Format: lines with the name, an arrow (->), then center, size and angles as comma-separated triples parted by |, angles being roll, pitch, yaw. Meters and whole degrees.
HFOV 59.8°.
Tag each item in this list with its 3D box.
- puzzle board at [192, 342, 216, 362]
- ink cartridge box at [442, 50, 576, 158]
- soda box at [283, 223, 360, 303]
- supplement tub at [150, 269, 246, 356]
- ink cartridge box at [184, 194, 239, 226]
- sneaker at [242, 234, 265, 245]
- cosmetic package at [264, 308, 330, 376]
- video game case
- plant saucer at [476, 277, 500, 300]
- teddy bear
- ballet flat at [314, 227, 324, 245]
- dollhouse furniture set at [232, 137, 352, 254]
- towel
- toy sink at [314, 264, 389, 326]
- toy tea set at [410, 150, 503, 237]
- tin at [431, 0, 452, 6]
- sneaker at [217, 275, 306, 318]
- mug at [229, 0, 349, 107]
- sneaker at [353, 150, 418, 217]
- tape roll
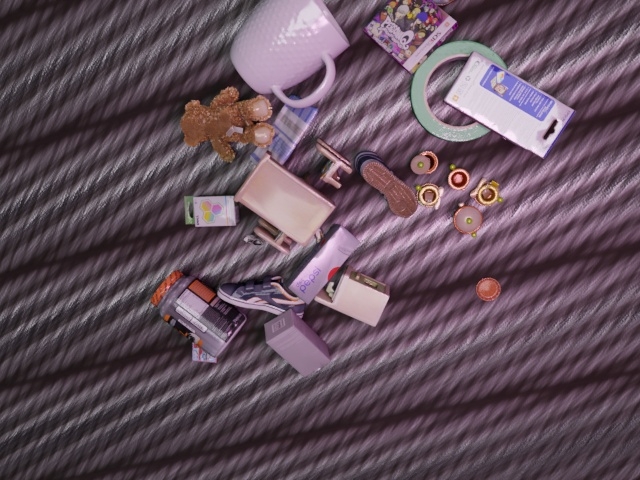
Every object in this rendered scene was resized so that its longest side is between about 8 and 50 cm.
puzzle board -> -0.447, 0.407, 2.139 | 0.096, 0.011, 0.128 | 4, 101, 7
ink cartridge box -> 0.592, -0.427, 1.763 | 0.371, 0.069, 0.175 | 31, 101, 3
soda box -> 0.005, 0.079, 1.938 | 0.098, 0.091, 0.286 | 42, 84, -14
supplement tub -> -0.444, 0.261, 2.022 | 0.316, 0.193, 0.193 | 38, 102, 1
ink cartridge box -> -0.403, -0.109, 2.020 | 0.209, 0.062, 0.108 | -1, 100, 8
sneaker -> -0.246, 0.000, 2.032 | 0.083, 0.037, 0.031 | 9, 102, 7
cosmetic package -> -0.081, 0.370, 1.996 | 0.127, 0.107, 0.238 | -32, 125, 11
video game case -> 0.288, -0.690, 1.807 | 0.210, 0.042, 0.232 | -45, 72, 11
plant saucer -> 0.593, 0.171, 1.967 | 0.084, 0.013, 0.083 | 1, 100, 8
teddy bear -> -0.310, -0.402, 1.911 | 0.338, 0.113, 0.245 | -16, 108, 25
ballet flat -> 0.000, 0.000, 1.999 | 0.041, 0.041, 0.114 | -18, 97, 10
dollhouse furniture set -> -0.104, -0.162, 1.798 | 0.256, 0.394, 0.362 | 36, 103, -9
towel -> -0.130, -0.354, 1.886 | 0.034, 0.209, 0.285 | 29, 103, -35
toy sink -> 0.115, 0.179, 1.959 | 0.234, 0.153, 0.131 | 24, 102, 4
toy tea set -> 0.440, -0.163, 1.872 | 0.336, 0.124, 0.200 | 29, 102, 1
tin -> 0.431, -0.838, 1.805 | 0.190, 0.040, 0.106 | -27, 99, 11
sneaker -> -0.205, 0.183, 2.015 | 0.321, 0.126, 0.127 | 15, 106, -7
mug -> -0.094, -0.597, 1.775 | 0.328, 0.276, 0.374 | -34, 74, 17
sneaker -> 0.222, -0.201, 1.919 | 0.099, 0.153, 0.282 | -43, 122, 9
tape roll -> 0.459, -0.488, 1.840 | 0.321, 0.077, 0.321 | 1, 100, 6
